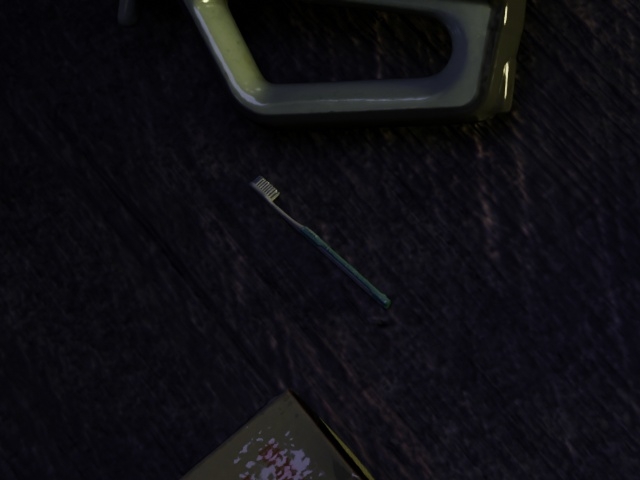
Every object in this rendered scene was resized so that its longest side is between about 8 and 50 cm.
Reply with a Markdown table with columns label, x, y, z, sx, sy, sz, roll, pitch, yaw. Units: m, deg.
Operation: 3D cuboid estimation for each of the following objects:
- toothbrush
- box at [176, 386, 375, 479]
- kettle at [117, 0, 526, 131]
| label | x | y | z | sx | sy | sz | roll | pitch | yaw |
| --- | --- | --- | --- | --- | --- | --- | --- | --- | --- |
| toothbrush | 0.000 | 0.000 | 1.568 | 0.014 | 0.011 | 0.167 | -43 | 63 | -10 |
| box | -0.073 | 0.283 | 1.431 | 0.310 | 0.084 | 0.198 | -39 | 64 | -2 |
| kettle | -0.007 | -0.268 | 1.576 | 0.377 | 0.250 | 0.361 | 11 | 92 | 17 |
